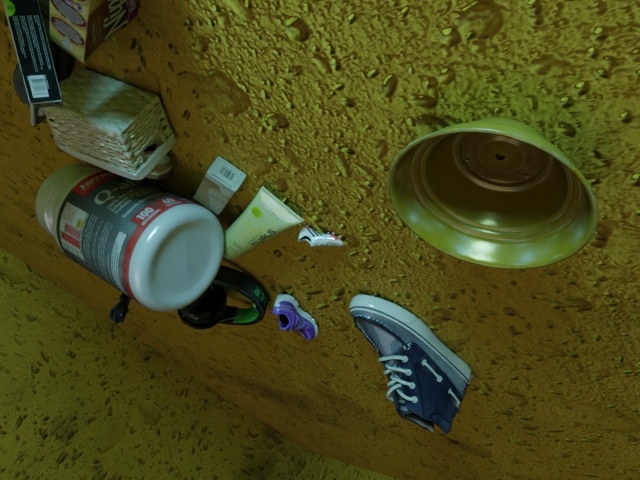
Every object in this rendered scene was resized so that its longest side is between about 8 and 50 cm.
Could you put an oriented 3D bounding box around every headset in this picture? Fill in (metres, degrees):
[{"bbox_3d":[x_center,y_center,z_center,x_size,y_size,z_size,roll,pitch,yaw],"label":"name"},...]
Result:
[{"bbox_3d":[-0.334,0.154,1.247,0.394,0.185,0.243,7,145,14],"label":"headset"}]

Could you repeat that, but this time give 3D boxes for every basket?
[{"bbox_3d":[-0.338,-0.190,0.786,0.167,0.113,0.103,23,146,11],"label":"basket"}]

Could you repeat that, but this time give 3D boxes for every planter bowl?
[{"bbox_3d":[0.191,-0.067,0.544,0.217,0.090,0.217,21,149,13],"label":"planter bowl"}]

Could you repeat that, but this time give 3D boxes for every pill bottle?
[{"bbox_3d":[-0.386,-0.022,0.968,0.363,0.210,0.210,23,152,28],"label":"pill bottle"}]

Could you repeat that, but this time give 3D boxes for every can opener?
[{"bbox_3d":[-0.455,-0.282,0.776,0.095,0.076,0.283,35,149,-13],"label":"can opener"}]

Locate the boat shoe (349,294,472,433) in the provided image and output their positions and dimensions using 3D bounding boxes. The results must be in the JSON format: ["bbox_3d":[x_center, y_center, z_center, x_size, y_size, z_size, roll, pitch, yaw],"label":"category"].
[{"bbox_3d":[0.174,0.263,1.009,0.340,0.158,0.127,38,149,-17],"label":"boat shoe"}]

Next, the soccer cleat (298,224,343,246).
[{"bbox_3d":[0.000,0.000,0.870,0.083,0.036,0.029,20,150,15],"label":"soccer cleat"}]

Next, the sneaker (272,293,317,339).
[{"bbox_3d":[-0.070,0.202,1.213,0.068,0.071,0.170,0,141,40],"label":"sneaker"}]

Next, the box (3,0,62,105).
[{"bbox_3d":[-0.360,-0.272,0.599,0.114,0.036,0.207,24,124,61],"label":"box"}]

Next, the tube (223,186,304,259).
[{"bbox_3d":[-0.126,-0.025,0.921,0.070,0.062,0.240,-1,162,-35],"label":"tube"}]

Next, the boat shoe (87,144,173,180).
[{"bbox_3d":[-0.360,-0.169,0.897,0.190,0.068,0.072,11,136,10],"label":"boat shoe"}]

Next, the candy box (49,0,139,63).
[{"bbox_3d":[-0.243,-0.294,0.540,0.053,0.109,0.186,35,150,-13],"label":"candy box"}]

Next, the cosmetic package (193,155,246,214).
[{"bbox_3d":[-0.181,-0.095,0.869,0.060,0.041,0.115,34,150,-10],"label":"cosmetic package"}]
